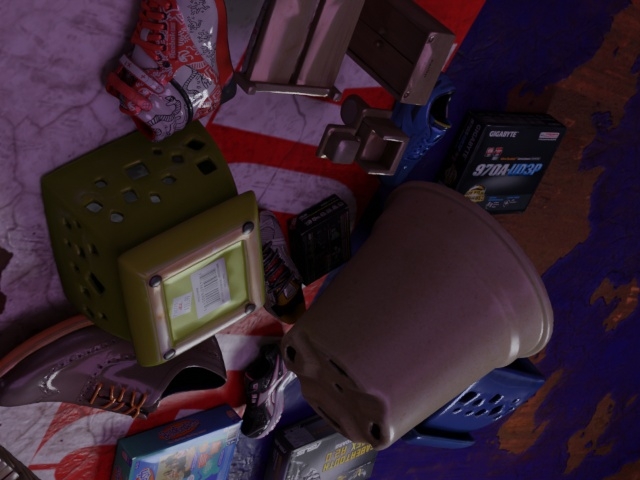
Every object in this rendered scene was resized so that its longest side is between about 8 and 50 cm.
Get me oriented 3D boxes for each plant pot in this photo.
[{"bbox_3d":[0.206,0.228,2.268,0.212,0.236,0.236,-51,146,15],"label":"plant pot"},{"bbox_3d":[-0.195,0.009,1.653,0.227,0.207,0.228,-28,140,-24],"label":"plant pot"},{"bbox_3d":[0.121,0.133,1.942,0.305,0.334,0.334,-41,145,-25],"label":"plant pot"}]

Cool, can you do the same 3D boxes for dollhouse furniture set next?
[{"bbox_3d":[-0.034,-0.254,1.632,0.355,0.174,0.303,1,122,-36],"label":"dollhouse furniture set"}]

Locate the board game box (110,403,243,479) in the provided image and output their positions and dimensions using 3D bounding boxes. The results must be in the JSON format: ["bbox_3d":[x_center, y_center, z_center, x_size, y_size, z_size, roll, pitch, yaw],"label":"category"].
[{"bbox_3d":[-0.235,0.359,2.086,0.210,0.047,0.160,-14,134,-38],"label":"board game box"}]

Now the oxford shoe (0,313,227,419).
[{"bbox_3d":[-0.280,0.178,1.768,0.363,0.133,0.130,-12,151,-38],"label":"oxford shoe"}]

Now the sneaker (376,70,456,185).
[{"bbox_3d":[0.144,-0.158,1.953,0.069,0.082,0.209,-12,133,-42],"label":"sneaker"}]

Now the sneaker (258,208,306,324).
[{"bbox_3d":[-0.066,0.039,1.913,0.088,0.093,0.225,-38,143,-13],"label":"sneaker"}]

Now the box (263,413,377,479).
[{"bbox_3d":[0.007,0.388,2.358,0.231,0.056,0.183,-16,134,-36],"label":"box"}]

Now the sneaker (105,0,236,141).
[{"bbox_3d":[-0.187,-0.231,1.529,0.145,0.090,0.270,-36,146,-19],"label":"sneaker"}]

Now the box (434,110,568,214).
[{"bbox_3d":[0.293,-0.126,2.164,0.220,0.051,0.175,-3,126,-44],"label":"box"}]

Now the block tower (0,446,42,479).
[{"bbox_3d":[-0.458,0.330,1.787,0.097,0.091,0.335,-40,144,-12],"label":"block tower"}]

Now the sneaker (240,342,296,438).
[{"bbox_3d":[-0.098,0.235,2.106,0.077,0.072,0.178,11,108,-37],"label":"sneaker"}]

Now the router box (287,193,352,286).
[{"bbox_3d":[0.000,0.000,1.991,0.092,0.038,0.122,-30,142,-23],"label":"router box"}]
